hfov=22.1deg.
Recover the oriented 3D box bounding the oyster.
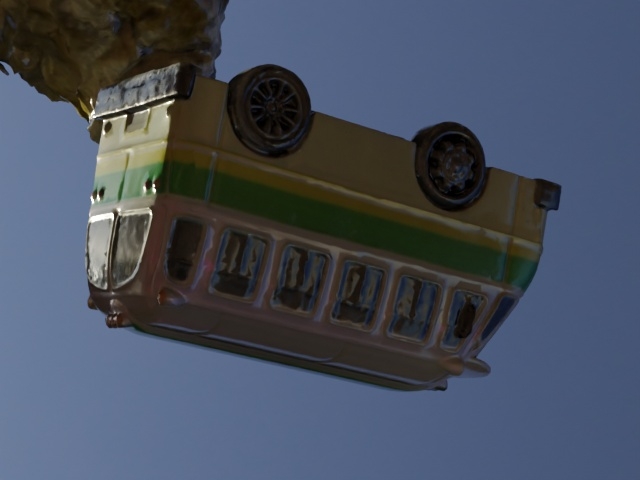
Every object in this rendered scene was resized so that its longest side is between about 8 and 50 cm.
[{"bbox_3d":[-0.161,-0.207,1.276,0.115,0.238,0.351,38,-36,50],"label":"oyster"}]

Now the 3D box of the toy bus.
[{"bbox_3d":[0.000,0.000,1.105,0.143,0.305,0.179,-7,-109,58],"label":"toy bus"}]
